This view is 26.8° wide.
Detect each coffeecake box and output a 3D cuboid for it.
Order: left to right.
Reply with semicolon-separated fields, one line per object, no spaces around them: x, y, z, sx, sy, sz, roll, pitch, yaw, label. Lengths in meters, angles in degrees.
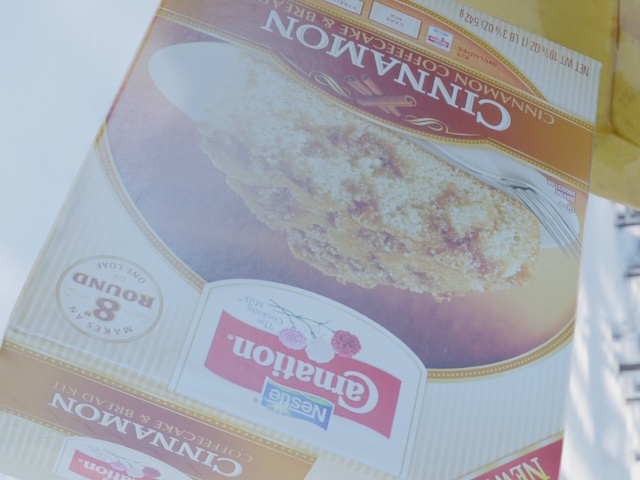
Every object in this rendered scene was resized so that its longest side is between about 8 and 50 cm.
0.000;0.000;0.398;0.068;0.142;0.185;119;-10;-47;coffeecake box

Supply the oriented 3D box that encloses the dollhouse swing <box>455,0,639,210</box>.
0.107;-0.248;0.515;0.305;0.315;0.347;45;-32;47;dollhouse swing
